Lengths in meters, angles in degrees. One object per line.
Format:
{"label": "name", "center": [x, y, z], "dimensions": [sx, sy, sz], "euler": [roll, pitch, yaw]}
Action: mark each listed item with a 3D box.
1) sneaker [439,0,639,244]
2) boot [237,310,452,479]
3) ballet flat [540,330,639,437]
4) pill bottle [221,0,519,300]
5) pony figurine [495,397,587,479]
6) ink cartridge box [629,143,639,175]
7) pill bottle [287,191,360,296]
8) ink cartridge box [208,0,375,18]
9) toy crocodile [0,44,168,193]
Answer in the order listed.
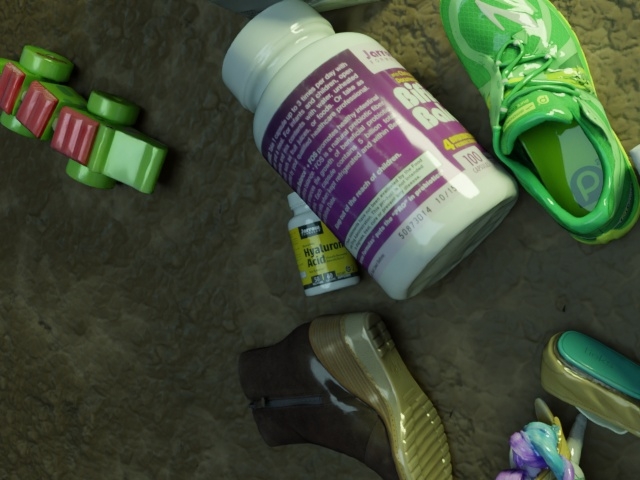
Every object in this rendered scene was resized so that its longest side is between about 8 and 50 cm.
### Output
{"label": "sneaker", "center": [0.206, -0.133, 0.731], "dimensions": [0.109, 0.123, 0.295], "euler": [-34, 78, 24]}
{"label": "boot", "center": [0.023, 0.210, 0.880], "dimensions": [0.207, 0.090, 0.248], "euler": [-26, 83, 37]}
{"label": "ballet flat", "center": [0.316, 0.164, 0.735], "dimensions": [0.232, 0.080, 0.073], "euler": [30, 133, 24]}
{"label": "pill bottle", "center": [0.039, -0.100, 0.789], "dimensions": [0.301, 0.169, 0.169], "euler": [48, 111, 15]}
{"label": "pony figurine", "center": [0.185, 0.362, 0.680], "dimensions": [0.363, 0.351, 0.303], "euler": [62, 156, 10]}
{"label": "ink cartridge box", "center": [0.409, 0.002, 0.644], "dimensions": [0.198, 0.115, 0.272], "euler": [-27, 81, 25]}
{"label": "pill bottle", "center": [0.000, 0.000, 0.872], "dimensions": [0.065, 0.065, 0.116], "euler": [-18, 85, 26]}
{"label": "ink cartridge box", "center": [-0.034, -0.367, 0.809], "dimensions": [0.171, 0.168, 0.232], "euler": [-5, 92, 25]}
{"label": "toy crocodile", "center": [-0.336, -0.160, 1.004], "dimensions": [0.341, 0.105, 0.115], "euler": [33, 106, 20]}
